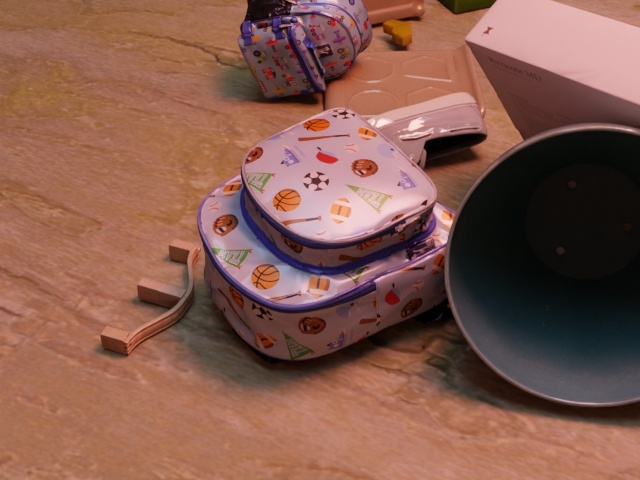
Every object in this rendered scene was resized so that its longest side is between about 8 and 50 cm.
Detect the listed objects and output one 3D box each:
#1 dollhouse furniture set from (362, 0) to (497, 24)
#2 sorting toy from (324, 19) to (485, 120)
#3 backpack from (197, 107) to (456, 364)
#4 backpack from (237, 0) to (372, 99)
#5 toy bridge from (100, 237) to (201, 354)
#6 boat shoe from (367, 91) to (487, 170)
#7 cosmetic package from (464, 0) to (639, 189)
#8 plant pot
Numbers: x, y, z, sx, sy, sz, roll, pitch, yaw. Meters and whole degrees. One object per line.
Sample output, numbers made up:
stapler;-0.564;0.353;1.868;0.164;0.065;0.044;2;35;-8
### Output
dollhouse furniture set;0.145;-0.487;1.779;0.301;0.197;0.151;-14;42;-16
sorting toy;0.119;-0.250;1.618;0.229;0.041;0.307;-5;38;3
backpack;0.000;0.000;1.185;0.263;0.213;0.276;-32;50;-18
backpack;-0.016;-0.295;1.558;0.173;0.158;0.117;-5;48;17
toy bridge;-0.183;0.064;1.240;0.063;0.026;0.188;15;41;15
boat shoe;0.121;-0.129;1.428;0.227;0.079;0.081;-21;67;-12
cosmetic package;0.372;-0.121;1.211;0.097;0.284;0.377;-51;46;-6
plant pot;0.287;0.003;1.131;0.290;0.290;0.195;7;18;10
